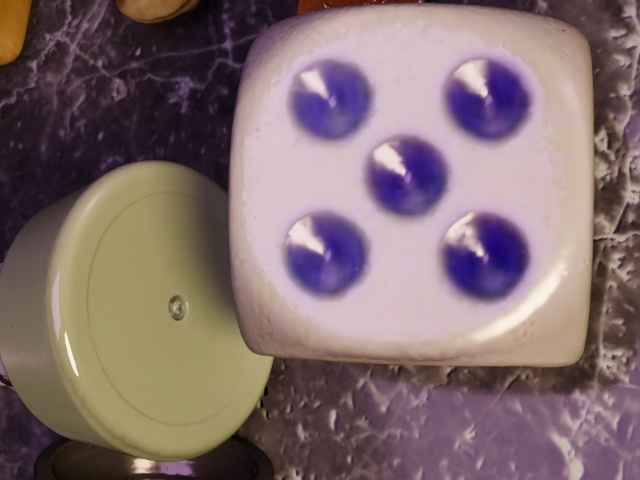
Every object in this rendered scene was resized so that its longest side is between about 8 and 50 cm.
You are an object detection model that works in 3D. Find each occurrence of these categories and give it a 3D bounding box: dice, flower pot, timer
[{"bbox_3d":[0.088,-0.042,1.111,0.305,0.277,0.304,1,86,8],"label":"dice"},{"bbox_3d":[-0.169,0.287,1.215,0.235,0.235,0.148,10,103,21],"label":"flower pot"},{"bbox_3d":[-0.251,0.084,1.261,0.315,0.291,0.290,-10,76,39],"label":"timer"}]

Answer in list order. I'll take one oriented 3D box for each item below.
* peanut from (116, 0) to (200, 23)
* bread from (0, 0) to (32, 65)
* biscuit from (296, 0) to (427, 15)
[{"bbox_3d":[-0.161,-0.390,1.359,0.147,0.147,0.305,21,89,22],"label":"peanut"},{"bbox_3d":[-0.413,-0.294,1.456,0.134,0.085,0.173,4,82,21],"label":"bread"},{"bbox_3d":[0.041,-0.195,1.301,0.183,0.043,0.280,29,96,25],"label":"biscuit"}]
